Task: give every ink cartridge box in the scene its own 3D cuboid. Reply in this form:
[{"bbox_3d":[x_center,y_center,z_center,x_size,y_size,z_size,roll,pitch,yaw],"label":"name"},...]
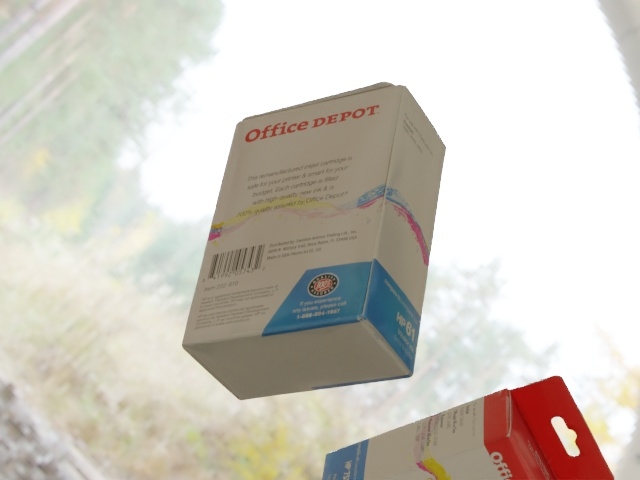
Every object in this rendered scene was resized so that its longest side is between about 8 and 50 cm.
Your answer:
[{"bbox_3d":[0.131,0.222,1.394,0.134,0.231,0.078,60,19,-22],"label":"ink cartridge box"},{"bbox_3d":[0.000,0.000,0.680,0.088,0.122,0.052,-10,-38,29],"label":"ink cartridge box"}]
